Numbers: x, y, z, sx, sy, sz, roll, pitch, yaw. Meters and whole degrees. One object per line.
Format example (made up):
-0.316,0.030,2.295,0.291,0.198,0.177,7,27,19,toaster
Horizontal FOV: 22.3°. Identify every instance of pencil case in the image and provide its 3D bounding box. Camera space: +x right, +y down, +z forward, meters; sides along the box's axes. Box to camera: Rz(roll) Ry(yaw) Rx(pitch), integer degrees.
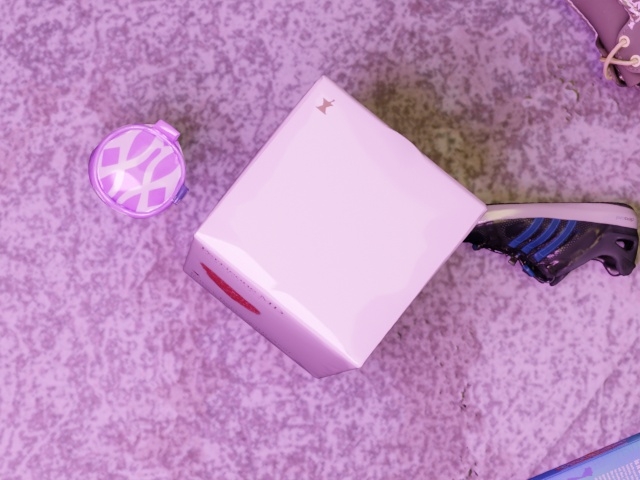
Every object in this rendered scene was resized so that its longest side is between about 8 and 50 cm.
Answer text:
-0.165,-0.065,1.465,0.086,0.206,0.088,28,87,-9,pencil case

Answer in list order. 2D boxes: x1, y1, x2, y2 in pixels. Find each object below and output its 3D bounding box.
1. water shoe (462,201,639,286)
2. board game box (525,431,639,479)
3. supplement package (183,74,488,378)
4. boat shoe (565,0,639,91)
0.211,0.004,1.567,0.203,0.073,0.080,-2,86,-6,water shoe
0.288,0.280,1.558,0.210,0.047,0.160,-21,86,-8,board game box
0.000,0.000,1.431,0.177,0.293,0.175,39,81,-1,supplement package
0.332,-0.180,1.584,0.305,0.109,0.091,41,76,-5,boat shoe
